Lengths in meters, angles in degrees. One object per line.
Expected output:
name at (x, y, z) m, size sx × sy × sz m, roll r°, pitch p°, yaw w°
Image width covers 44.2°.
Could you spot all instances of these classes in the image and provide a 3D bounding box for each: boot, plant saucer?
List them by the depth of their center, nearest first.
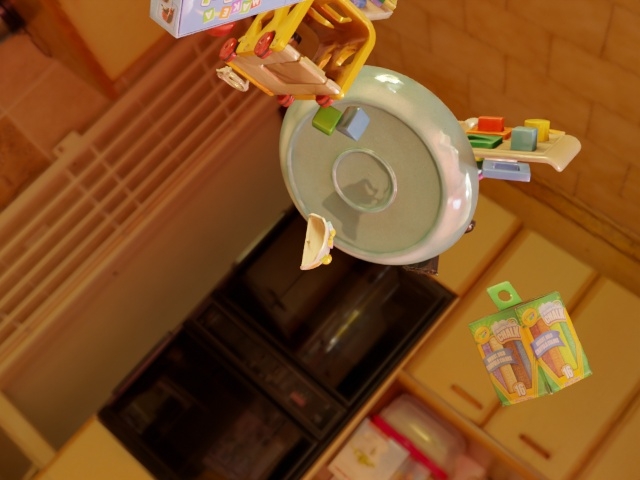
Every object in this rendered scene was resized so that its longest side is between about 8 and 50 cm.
plant saucer at (0.069, -0.093, 1.138) m, size 0.317 × 0.044 × 0.317 m, roll 17°, pitch 127°, yaw 24°
boot at (0.184, 0.007, 1.252) m, size 0.121 × 0.099 × 0.045 m, roll 9°, pitch 175°, yaw 38°

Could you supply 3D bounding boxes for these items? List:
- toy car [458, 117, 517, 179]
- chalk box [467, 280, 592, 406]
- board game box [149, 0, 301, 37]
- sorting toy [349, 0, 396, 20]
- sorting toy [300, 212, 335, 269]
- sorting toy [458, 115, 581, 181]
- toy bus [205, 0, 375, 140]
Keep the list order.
toy car at (0.377, -0.205, 1.904) m, size 0.159 × 0.182 × 0.136 m, roll 38°, pitch 122°, yaw 22°
chalk box at (0.377, 0.176, 1.457) m, size 0.132 × 0.132 × 0.213 m, roll -32°, pitch 76°, yaw 53°
board game box at (-0.039, -0.259, 0.553) m, size 0.039 × 0.160 × 0.211 m, roll 38°, pitch 135°, yaw 22°
sorting toy at (0.045, -0.371, 1.101) m, size 0.132 × 0.046 × 0.274 m, roll 47°, pitch -150°, yaw 6°
sorting toy at (0.000, 0.000, 1.139) m, size 0.045 × 0.083 × 0.075 m, roll 9°, pitch 170°, yaw -3°
sorting toy at (0.281, -0.157, 1.184) m, size 0.196 × 0.348 × 0.047 m, roll 12°, pitch 112°, yaw 24°
toy bus at (-0.028, -0.213, 0.855) m, size 0.202 × 0.104 × 0.191 m, roll 29°, pitch 173°, yaw 16°
